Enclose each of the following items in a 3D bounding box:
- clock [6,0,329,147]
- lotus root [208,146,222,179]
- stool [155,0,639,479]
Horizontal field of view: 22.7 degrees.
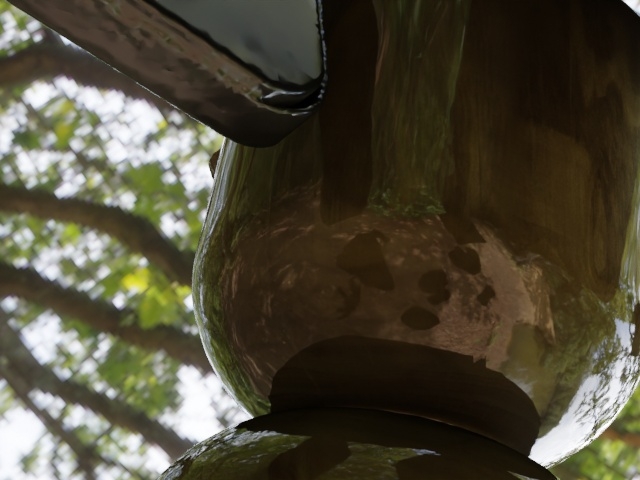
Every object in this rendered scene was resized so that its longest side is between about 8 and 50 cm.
[{"bbox_3d":[-0.106,-0.188,0.534,0.279,0.273,0.049,30,-54,-31],"label":"clock"},{"bbox_3d":[0.000,0.000,0.767,0.062,0.073,0.150,-49,-113,12],"label":"lotus root"},{"bbox_3d":[0.034,0.044,0.600,0.179,0.264,0.179,9,-26,5],"label":"stool"}]
